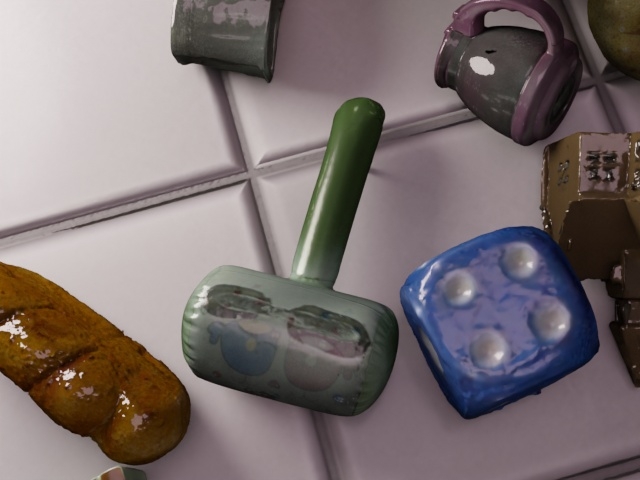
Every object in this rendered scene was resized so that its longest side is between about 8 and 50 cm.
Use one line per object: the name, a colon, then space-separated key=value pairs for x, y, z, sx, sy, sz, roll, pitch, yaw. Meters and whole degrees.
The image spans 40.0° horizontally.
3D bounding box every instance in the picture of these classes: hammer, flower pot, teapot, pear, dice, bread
hammer: x=0.000 y=0.000 z=0.886 sx=0.206 sy=0.119 sz=0.336 roll=15 pitch=68 yaw=6
flower pot: x=-0.092 y=-0.292 z=0.972 sx=0.108 sy=0.103 sz=0.229 roll=8 pitch=75 yaw=5
teapot: x=0.187 y=-0.180 z=0.914 sx=0.146 sy=0.148 sz=0.116 roll=30 pitch=85 yaw=23
pear: x=0.366 y=-0.245 z=0.914 sx=0.167 sy=0.167 sz=0.137 roll=25 pitch=49 yaw=9
dice: x=0.166 y=0.080 z=0.831 sx=0.146 sy=0.143 sz=0.146 roll=-22 pitch=73 yaw=-5
bread: x=-0.273 y=0.101 z=0.861 sx=0.344 sy=0.124 sz=0.084 roll=33 pitch=104 yaw=11

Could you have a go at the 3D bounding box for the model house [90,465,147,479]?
model house: x=-0.222 y=0.289 z=0.805 sx=0.148 sy=0.100 sz=0.127 roll=-21 pitch=73 yaw=-3

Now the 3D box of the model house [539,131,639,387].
model house: x=0.319 y=0.021 z=0.852 sx=0.180 sy=0.176 sz=0.248 roll=1 pitch=90 yaw=1
